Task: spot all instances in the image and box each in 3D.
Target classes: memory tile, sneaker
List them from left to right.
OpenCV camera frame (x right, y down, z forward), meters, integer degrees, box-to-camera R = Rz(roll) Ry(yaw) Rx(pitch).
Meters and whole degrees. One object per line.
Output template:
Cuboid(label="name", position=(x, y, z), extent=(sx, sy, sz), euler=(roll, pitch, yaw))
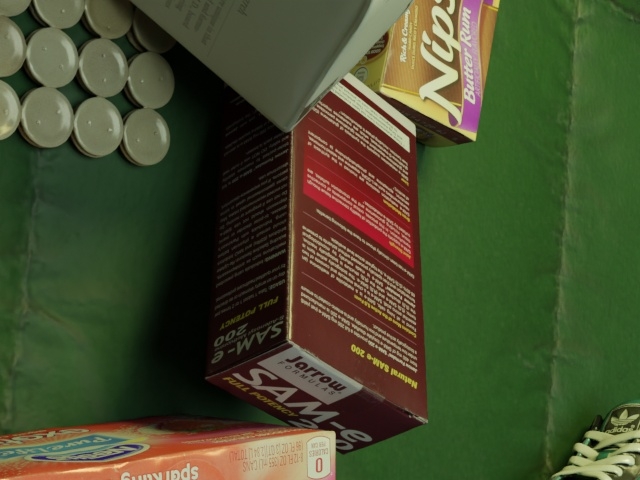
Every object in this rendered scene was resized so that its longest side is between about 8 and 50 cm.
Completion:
Cuboid(label="memory tile", position=(-0.151, -0.108, 0.845), extent=(0.148, 0.012, 0.113), euler=(8, 83, -42))
Cuboid(label="sneaker", position=(0.244, 0.197, 1.148), extent=(0.302, 0.108, 0.121), euler=(-7, 92, -51))

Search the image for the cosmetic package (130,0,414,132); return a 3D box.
Cuboid(label="cosmetic package", position=(-0.024, -0.199, 0.826), extent=(0.184, 0.151, 0.151), euler=(40, 56, 2))

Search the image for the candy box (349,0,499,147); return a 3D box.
Cuboid(label="candy box", position=(0.080, -0.176, 1.038), extent=(0.109, 0.053, 0.186), euler=(23, 72, -41))

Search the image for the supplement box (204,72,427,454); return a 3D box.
Cuboid(label="supplement box", position=(0.000, 0.000, 0.884), extent=(0.130, 0.073, 0.239), euler=(34, 42, -37))

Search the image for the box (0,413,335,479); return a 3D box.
Cuboid(label="box", position=(-0.143, 0.186, 0.750), extent=(0.300, 0.142, 0.154), euler=(0, 89, -43))
